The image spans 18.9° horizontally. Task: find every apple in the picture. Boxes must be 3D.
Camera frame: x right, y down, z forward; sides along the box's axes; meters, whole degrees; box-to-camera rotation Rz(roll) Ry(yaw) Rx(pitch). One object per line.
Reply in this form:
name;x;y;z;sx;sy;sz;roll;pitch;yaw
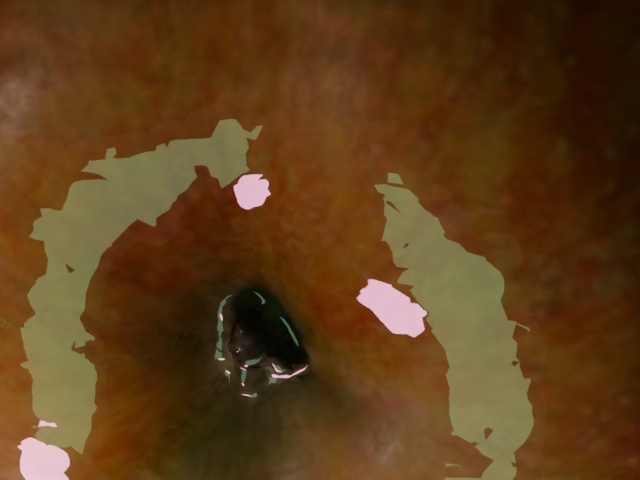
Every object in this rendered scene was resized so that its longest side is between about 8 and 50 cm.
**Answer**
apple;0.000;0.000;0.530;0.277;0.250;0.309;-32;122;30
